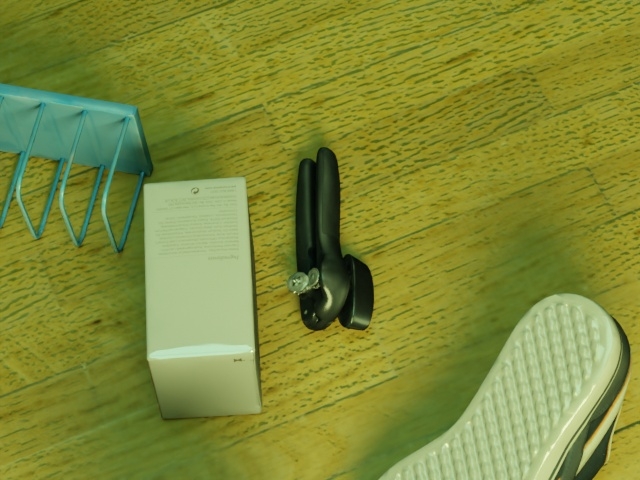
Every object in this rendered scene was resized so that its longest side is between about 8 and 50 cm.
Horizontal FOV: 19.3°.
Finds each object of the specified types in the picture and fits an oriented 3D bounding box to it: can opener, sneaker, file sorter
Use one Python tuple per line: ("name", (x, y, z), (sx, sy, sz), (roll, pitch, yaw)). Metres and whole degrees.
("can opener", (0.000, 0.000, 1.702), (0.059, 0.073, 0.186), (-30, 53, 30))
("sneaker", (0.149, 0.194, 1.555), (0.126, 0.127, 0.321), (43, 95, 28))
("file sorter", (-0.252, -0.064, 1.705), (0.170, 0.118, 0.104), (10, 66, 7))

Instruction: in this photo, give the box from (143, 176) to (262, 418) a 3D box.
("box", (-0.102, 0.051, 1.627), (0.091, 0.130, 0.170), (-3, 61, -1))
